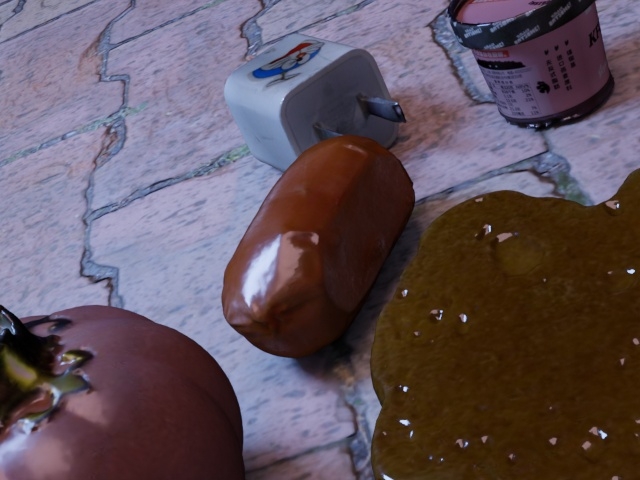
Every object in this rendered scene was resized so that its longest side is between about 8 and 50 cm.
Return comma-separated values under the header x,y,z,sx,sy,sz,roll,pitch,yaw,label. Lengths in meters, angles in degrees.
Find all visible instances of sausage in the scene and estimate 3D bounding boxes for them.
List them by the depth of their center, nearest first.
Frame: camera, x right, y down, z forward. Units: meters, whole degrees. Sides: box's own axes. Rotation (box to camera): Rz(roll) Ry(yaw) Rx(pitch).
x,y,z,sx,sy,sz,roll,pitch,yaw,label
-0.002,0.001,1.072,0.133,0.133,0.258,-4,40,33,sausage

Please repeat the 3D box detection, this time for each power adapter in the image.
x,y,z,sx,sy,sz,roll,pitch,yaw,label
0.008,-0.135,1.272,0.130,0.125,0.205,-36,31,-19,power adapter

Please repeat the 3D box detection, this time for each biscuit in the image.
x,y,z,sx,sy,sz,roll,pitch,yaw,label
0.186,0.066,0.878,0.359,0.074,0.381,-25,28,-2,biscuit

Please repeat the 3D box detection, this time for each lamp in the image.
x,y,z,sx,sy,sz,roll,pitch,yaw,label
-0.206,0.163,0.853,0.305,0.239,0.305,-20,31,12,lamp

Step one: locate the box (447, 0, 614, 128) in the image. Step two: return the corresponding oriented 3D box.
x,y,z,sx,sy,sz,roll,pitch,yaw,label
0.220,-0.198,1.204,0.151,0.135,0.151,-19,27,10,box
